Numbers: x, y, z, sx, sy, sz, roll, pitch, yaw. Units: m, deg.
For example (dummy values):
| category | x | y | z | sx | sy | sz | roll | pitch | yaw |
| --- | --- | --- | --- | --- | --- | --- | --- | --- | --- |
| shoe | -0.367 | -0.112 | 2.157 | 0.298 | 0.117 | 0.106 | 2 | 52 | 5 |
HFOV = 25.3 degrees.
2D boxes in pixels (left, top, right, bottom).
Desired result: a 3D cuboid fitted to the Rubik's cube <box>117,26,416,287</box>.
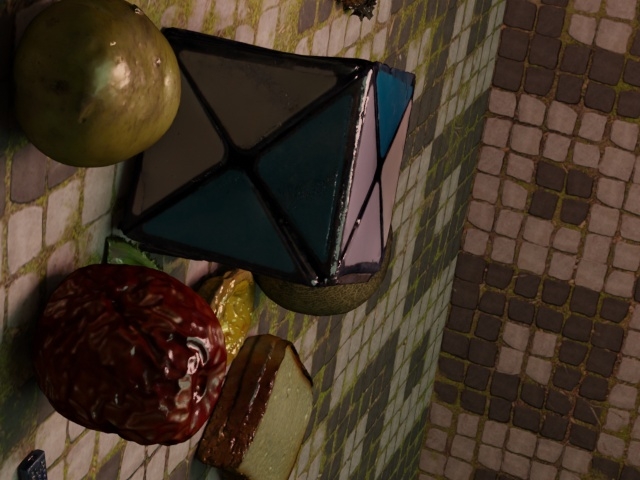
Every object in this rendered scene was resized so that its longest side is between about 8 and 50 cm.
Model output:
| category | x | y | z | sx | sy | sz | roll | pitch | yaw |
| --- | --- | --- | --- | --- | --- | --- | --- | --- | --- |
| Rubik's cube | -0.057 | -0.113 | 1.936 | 0.310 | 0.305 | 0.307 | -3 | 106 | -72 |

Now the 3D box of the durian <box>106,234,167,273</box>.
| category | x | y | z | sx | sy | sz | roll | pitch | yaw |
| --- | --- | --- | --- | --- | --- | --- | --- | --- | --- |
| durian | -0.260 | 0.085 | 1.932 | 0.100 | 0.086 | 0.215 | -13 | 120 | -32 |

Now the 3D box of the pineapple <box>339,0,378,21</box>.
| category | x | y | z | sx | sy | sz | roll | pitch | yaw |
| --- | --- | --- | --- | --- | --- | --- | --- | --- | --- |
| pineapple | 0.061 | -0.423 | 2.450 | 0.159 | 0.074 | 0.074 | 47 | 61 | -76 |

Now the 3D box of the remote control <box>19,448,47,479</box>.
| category | x | y | z | sx | sy | sz | roll | pitch | yaw |
| --- | --- | --- | --- | --- | --- | --- | --- | --- | --- |
| remote control | -0.372 | 0.343 | 1.860 | 0.043 | 0.027 | 0.153 | -43 | 144 | -49 |

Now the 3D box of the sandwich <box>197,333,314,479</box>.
| category | x | y | z | sx | sy | sz | roll | pitch | yaw |
| --- | --- | --- | --- | --- | --- | --- | --- | --- | --- |
| sandwich | -0.106 | 0.324 | 2.564 | 0.301 | 0.099 | 0.271 | 66 | 39 | -61 |

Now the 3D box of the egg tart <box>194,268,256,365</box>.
| category | x | y | z | sx | sy | sz | roll | pitch | yaw |
| --- | --- | --- | --- | --- | --- | --- | --- | --- | --- |
| egg tart | -0.163 | 0.123 | 2.230 | 0.191 | 0.074 | 0.191 | 17 | 90 | -74 |

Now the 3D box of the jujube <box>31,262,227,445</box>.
| category | x | y | z | sx | sy | sz | roll | pitch | yaw |
| --- | --- | --- | --- | --- | --- | --- | --- | --- | --- |
| jujube | -0.237 | 0.138 | 1.742 | 0.213 | 0.232 | 0.213 | -51 | 151 | -42 |

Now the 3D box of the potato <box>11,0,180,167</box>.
| category | x | y | z | sx | sy | sz | roll | pitch | yaw |
| --- | --- | --- | --- | --- | --- | --- | --- | --- | --- |
| potato | -0.247 | -0.175 | 1.557 | 0.228 | 0.148 | 0.197 | -38 | 155 | -60 |

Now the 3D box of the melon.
| category | x | y | z | sx | sy | sz | roll | pitch | yaw |
| --- | --- | --- | --- | --- | --- | --- | --- | --- | --- |
| melon | 0.000 | 0.000 | 2.344 | 0.329 | 0.248 | 0.249 | -30 | 135 | -82 |
